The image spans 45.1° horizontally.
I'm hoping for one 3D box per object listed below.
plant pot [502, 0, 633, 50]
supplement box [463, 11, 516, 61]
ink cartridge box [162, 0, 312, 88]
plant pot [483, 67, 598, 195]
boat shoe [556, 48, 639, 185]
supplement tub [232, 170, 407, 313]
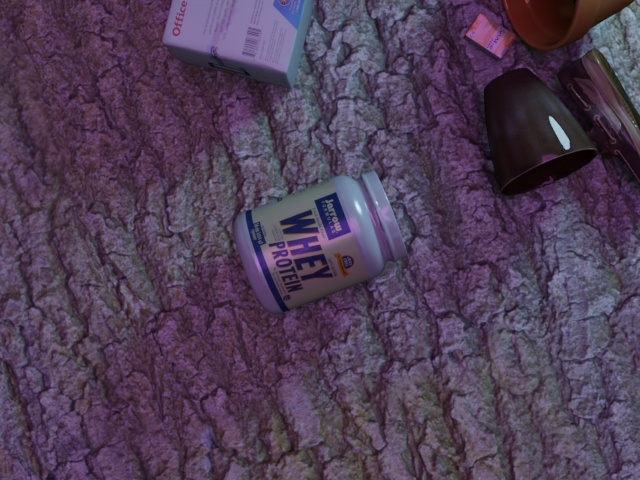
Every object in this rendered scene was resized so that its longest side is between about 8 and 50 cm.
[{"bbox_3d":[0.536,-0.564,1.618,0.204,0.291,0.290,-17,90,-14],"label":"plant pot"},{"bbox_3d":[0.379,-0.457,1.731,0.098,0.036,0.062,33,93,1],"label":"supplement box"},{"bbox_3d":[-0.173,-0.469,1.672,0.270,0.197,0.198,15,92,2],"label":"ink cartridge box"},{"bbox_3d":[0.448,-0.246,1.664,0.215,0.215,0.230,-20,75,3],"label":"plant pot"},{"bbox_3d":[0.635,-0.246,1.699,0.123,0.123,0.342,-28,96,32],"label":"boat shoe"},{"bbox_3d":[0.000,0.000,1.654,0.325,0.235,0.235,-21,90,3],"label":"supplement tub"}]
